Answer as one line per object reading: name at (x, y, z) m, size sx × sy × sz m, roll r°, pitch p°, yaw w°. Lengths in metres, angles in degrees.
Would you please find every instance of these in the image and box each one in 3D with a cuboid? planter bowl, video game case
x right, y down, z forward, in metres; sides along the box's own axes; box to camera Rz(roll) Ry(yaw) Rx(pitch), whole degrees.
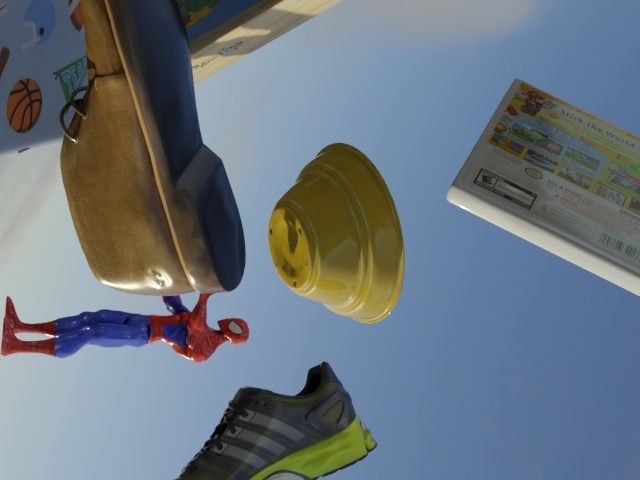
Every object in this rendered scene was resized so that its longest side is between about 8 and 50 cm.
planter bowl at (0.000, 0.000, 1.475) m, size 0.217 × 0.090 × 0.217 m, roll 31°, pitch -53°, yaw 53°
video game case at (0.256, -0.052, 1.223) m, size 0.206 × 0.227 × 0.026 m, roll -55°, pitch 169°, yaw -46°

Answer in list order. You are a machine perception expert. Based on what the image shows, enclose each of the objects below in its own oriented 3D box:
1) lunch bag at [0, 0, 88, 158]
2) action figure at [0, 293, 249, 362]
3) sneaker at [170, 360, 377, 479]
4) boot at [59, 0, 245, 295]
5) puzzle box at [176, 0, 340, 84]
lunch bag at (-0.441, -0.215, 1.221) m, size 0.328 × 0.385 × 0.239 m, roll -21°, pitch 121°, yaw -61°
action figure at (-0.215, 0.070, 1.450) m, size 0.091 × 0.280 × 0.139 m, roll -112°, pitch -150°, yaw -64°
sneaker at (-0.089, 0.228, 1.399) m, size 0.300 × 0.121 × 0.111 m, roll -20°, pitch 180°, yaw -26°
boot at (-0.148, -0.098, 0.913) m, size 0.115 × 0.305 × 0.112 m, roll -6°, pitch -161°, yaw 18°
puzzle box at (-0.114, -0.328, 1.418) m, size 0.409 × 0.052 × 0.272 m, roll -24°, pitch -119°, yaw 34°
